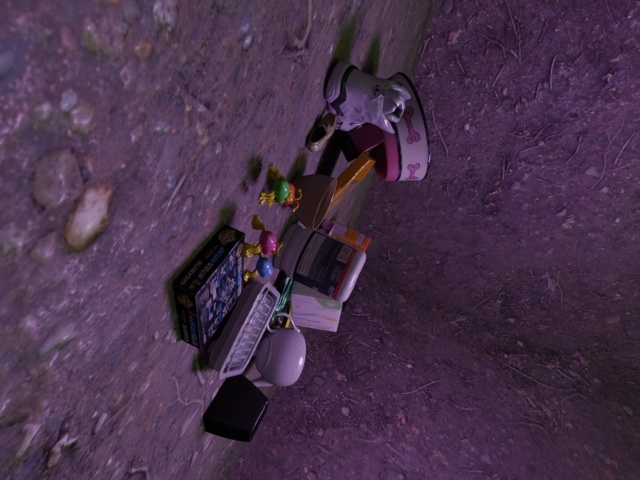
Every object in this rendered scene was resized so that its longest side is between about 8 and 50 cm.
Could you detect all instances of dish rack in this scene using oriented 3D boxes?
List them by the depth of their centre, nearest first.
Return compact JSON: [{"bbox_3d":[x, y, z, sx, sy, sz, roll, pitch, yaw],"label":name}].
[{"bbox_3d":[-0.224,0.255,1.217,0.333,0.072,0.286,81,33,-74],"label":"dish rack"}]

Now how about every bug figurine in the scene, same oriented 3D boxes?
[{"bbox_3d":[-0.106,-0.039,0.939,0.216,0.072,0.279,100,6,-77],"label":"bug figurine"}]

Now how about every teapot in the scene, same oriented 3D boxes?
[{"bbox_3d":[-0.186,0.461,1.686,0.252,0.187,0.256,-49,-148,41],"label":"teapot"}]

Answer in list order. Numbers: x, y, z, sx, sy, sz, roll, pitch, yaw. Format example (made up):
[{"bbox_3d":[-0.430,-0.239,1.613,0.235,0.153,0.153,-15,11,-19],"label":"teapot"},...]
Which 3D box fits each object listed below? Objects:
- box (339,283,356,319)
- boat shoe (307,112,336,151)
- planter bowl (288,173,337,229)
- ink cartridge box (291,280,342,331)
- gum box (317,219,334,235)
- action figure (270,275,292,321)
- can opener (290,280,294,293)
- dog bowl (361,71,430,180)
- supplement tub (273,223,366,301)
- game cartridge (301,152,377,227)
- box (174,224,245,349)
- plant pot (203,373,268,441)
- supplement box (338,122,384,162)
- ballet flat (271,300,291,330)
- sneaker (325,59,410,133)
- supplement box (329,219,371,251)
[{"bbox_3d":[0.017,0.241,2.005,0.184,0.261,0.103,-60,170,-32],"label":"box"},{"bbox_3d":[0.007,-0.310,1.160,0.135,0.050,0.045,-63,176,-18],"label":"boat shoe"},{"bbox_3d":[-0.033,-0.127,1.210,0.162,0.109,0.162,-62,171,-18],"label":"planter bowl"},{"bbox_3d":[-0.014,0.277,1.738,0.353,0.207,0.119,94,6,-54],"label":"ink cartridge box"},{"bbox_3d":[0.000,0.000,1.914,0.107,0.062,0.188,103,14,-52],"label":"gum box"},{"bbox_3d":[-0.146,0.194,1.553,0.137,0.063,0.232,85,26,-77],"label":"action figure"},{"bbox_3d":[-0.120,0.189,1.773,0.059,0.073,0.186,-25,159,-7],"label":"can opener"},{"bbox_3d":[0.268,-0.406,1.562,0.408,0.150,0.408,164,-90,-89],"label":"dog bowl"},{"bbox_3d":[-0.001,0.072,1.397,0.191,0.272,0.191,24,90,-81],"label":"supplement tub"},{"bbox_3d":[0.076,-0.188,1.524,0.323,0.053,0.285,-43,178,16],"label":"game cartridge"},{"bbox_3d":[-0.224,0.101,0.863,0.220,0.051,0.175,104,13,-48],"label":"box"},{"bbox_3d":[-0.287,0.601,1.457,0.187,0.167,0.188,-58,170,-39],"label":"plant pot"},{"bbox_3d":[0.143,-0.350,1.476,0.104,0.081,0.188,-29,-175,-6],"label":"supplement box"},{"bbox_3d":[-0.181,0.374,1.843,0.231,0.077,0.077,-68,154,-14],"label":"ballet flat"},{"bbox_3d":[0.140,-0.385,1.223,0.366,0.210,0.137,17,97,-82],"label":"sneaker"},{"bbox_3d":[0.139,-0.017,2.142,0.080,0.233,0.078,-56,168,-32],"label":"supplement box"}]
